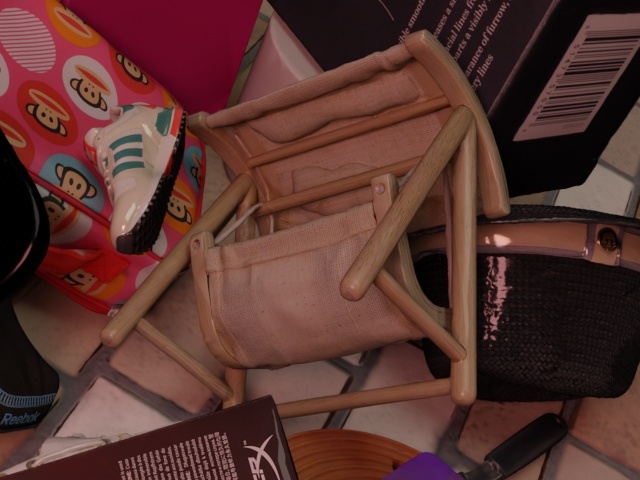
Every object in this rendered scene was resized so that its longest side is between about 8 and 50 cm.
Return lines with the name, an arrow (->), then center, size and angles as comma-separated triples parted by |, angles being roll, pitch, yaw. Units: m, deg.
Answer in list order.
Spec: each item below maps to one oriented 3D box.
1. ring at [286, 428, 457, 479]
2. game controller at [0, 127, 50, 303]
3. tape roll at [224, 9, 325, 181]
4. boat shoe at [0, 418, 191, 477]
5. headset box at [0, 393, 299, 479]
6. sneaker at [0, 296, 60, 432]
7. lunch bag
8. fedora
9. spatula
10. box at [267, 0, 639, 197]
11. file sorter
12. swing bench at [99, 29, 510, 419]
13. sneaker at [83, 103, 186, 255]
ring -> 0.070, 0.281, 0.862 | 0.336, 0.032, 0.336 | 25, 31, -16
game controller -> -0.327, 0.038, 0.785 | 0.166, 0.319, 0.067 | 55, 6, 32
tape roll -> 0.035, -0.128, 1.230 | 0.246, 0.169, 0.246 | 16, 40, -13
boat shoe -> -0.174, 0.178, 0.834 | 0.277, 0.098, 0.096 | -17, 38, -35
headset box -> -0.141, 0.217, 0.651 | 0.293, 0.218, 0.110 | -16, 57, -6
sneaker -> -0.335, 0.034, 0.921 | 0.341, 0.125, 0.139 | 50, 17, 30
lunch bag -> -0.230, -0.073, 0.989 | 0.293, 0.120, 0.258 | 38, 32, -33
fedora -> 0.199, 0.073, 1.084 | 0.334, 0.334, 0.152 | 9, 77, -21
spatula -> 0.142, 0.197, 0.995 | 0.084, 0.030, 0.296 | 46, 31, 20
box -> 0.132, -0.275, 1.081 | 0.212, 0.293, 0.395 | -11, 52, -37
file sorter -> -0.191, -0.263, 1.164 | 0.202, 0.290, 0.182 | -5, 46, -33
swing bench -> 0.000, 0.000, 0.931 | 0.165, 0.253, 0.254 | 45, 47, -34
sneaker -> -0.156, -0.052, 0.920 | 0.075, 0.057, 0.161 | 11, 46, 1
